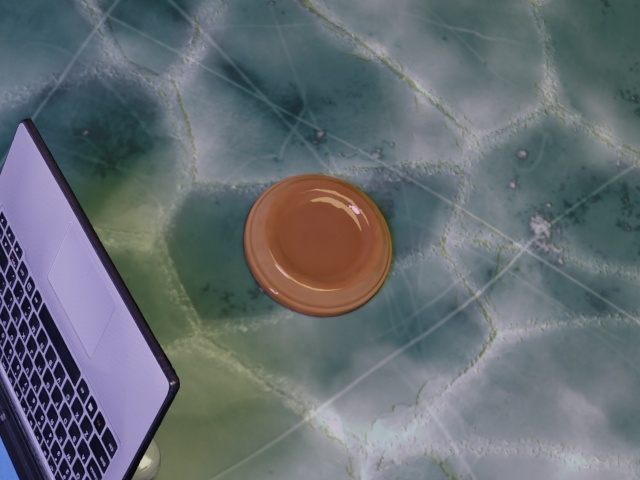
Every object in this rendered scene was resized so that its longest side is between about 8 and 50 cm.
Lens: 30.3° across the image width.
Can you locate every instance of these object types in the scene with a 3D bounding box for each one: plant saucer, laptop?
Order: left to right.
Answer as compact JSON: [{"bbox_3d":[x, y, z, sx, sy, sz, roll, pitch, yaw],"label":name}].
[{"bbox_3d":[-0.383,0.150,1.180,0.236,0.408,0.382,-3,45,-41],"label":"laptop"},{"bbox_3d":[0.000,0.000,1.536,0.199,0.037,0.200,5,66,-12],"label":"plant saucer"}]

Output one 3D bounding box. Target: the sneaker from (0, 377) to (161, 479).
[{"bbox_3d":[-0.276,0.190,1.337,0.232,0.115,0.090,37,63,3],"label":"sneaker"}]
